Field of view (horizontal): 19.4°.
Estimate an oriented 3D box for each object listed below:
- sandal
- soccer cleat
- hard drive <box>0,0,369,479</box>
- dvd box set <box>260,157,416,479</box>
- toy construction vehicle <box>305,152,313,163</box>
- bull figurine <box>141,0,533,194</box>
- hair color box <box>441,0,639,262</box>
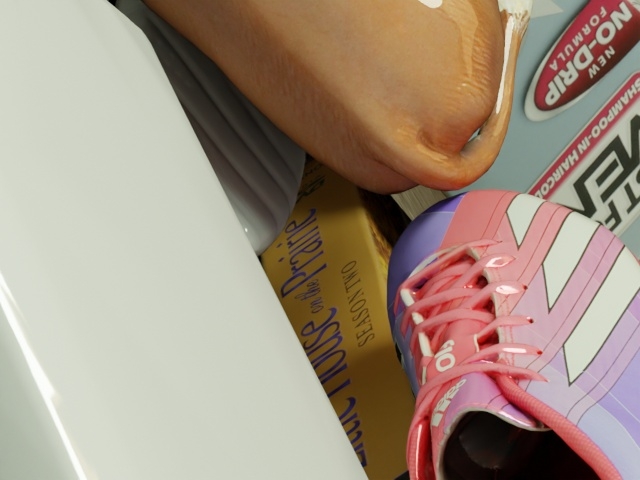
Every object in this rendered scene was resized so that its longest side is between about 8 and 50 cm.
[{"bbox_3d":[-0.053,-0.074,0.712,0.102,0.076,0.265,34,37,-19],"label":"sandal"},{"bbox_3d":[0.057,0.045,0.524,0.095,0.083,0.248,27,20,-28],"label":"soccer cleat"},{"bbox_3d":[-0.024,0.064,0.399,0.318,0.040,0.210,63,9,19],"label":"hard drive"},{"bbox_3d":[0.094,0.147,0.731,0.307,0.062,0.420,50,10,-17],"label":"dvd box set"},{"bbox_3d":[0.000,0.000,0.957,0.098,0.035,0.086,-108,178,-51],"label":"toy construction vehicle"},{"bbox_3d":[-0.042,-0.149,0.633,0.310,0.101,0.188,51,30,-8],"label":"bull figurine"},{"bbox_3d":[0.083,-0.101,0.856,0.185,0.113,0.374,21,25,-51],"label":"hair color box"}]
